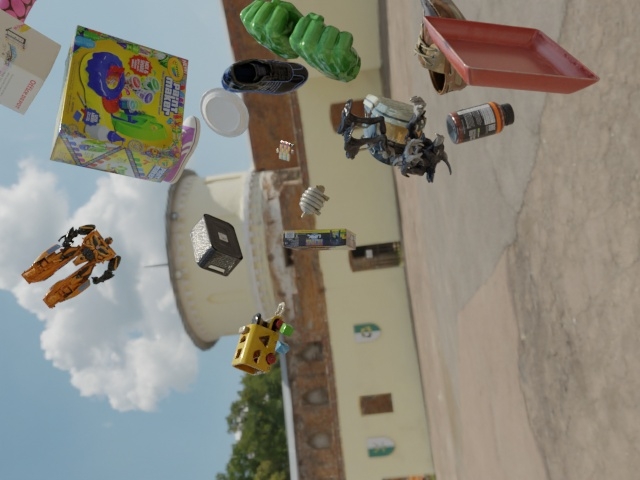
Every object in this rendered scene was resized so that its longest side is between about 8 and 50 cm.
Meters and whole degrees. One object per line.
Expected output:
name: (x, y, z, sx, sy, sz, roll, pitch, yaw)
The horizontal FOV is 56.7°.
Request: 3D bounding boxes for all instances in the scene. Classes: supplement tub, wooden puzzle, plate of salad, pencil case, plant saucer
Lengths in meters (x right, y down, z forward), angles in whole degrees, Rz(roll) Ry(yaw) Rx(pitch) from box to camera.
supplement tub: (0.507, -0.376, 1.877, 0.106, 0.198, 0.105, 165, 90, -86)
wooden puzzle: (-0.094, -0.242, 1.607, 0.083, 0.006, 0.049, 25, 115, 49)
plate of salad: (-0.354, -0.477, 2.205, 0.048, 0.200, 0.199, -62, -30, -48)
pencil case: (-0.890, -0.686, 1.734, 0.098, 0.095, 0.209, 29, -118, -33)
plant saucer: (0.344, -0.346, 1.117, 0.259, 0.259, 0.047, -104, 20, -51)

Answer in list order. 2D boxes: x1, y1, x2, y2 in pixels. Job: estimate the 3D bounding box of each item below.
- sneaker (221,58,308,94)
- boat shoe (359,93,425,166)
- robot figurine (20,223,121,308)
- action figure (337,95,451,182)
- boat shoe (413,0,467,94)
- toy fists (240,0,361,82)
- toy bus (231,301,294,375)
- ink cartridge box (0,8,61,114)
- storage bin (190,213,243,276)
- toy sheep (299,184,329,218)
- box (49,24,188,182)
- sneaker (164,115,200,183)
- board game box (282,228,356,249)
sneaker: (-0.130, -0.414, 1.491, 0.090, 0.233, 0.081, 174, 84, -70)
boat shoe: (0.199, -0.313, 1.665, 0.500, 0.187, 0.155, -76, 1, -72)
robot figurine: (-0.797, 0.078, 1.930, 0.211, 0.291, 0.085, 53, 156, -9)
action figure: (0.183, -0.220, 1.296, 0.141, 0.276, 0.164, 122, 153, -52)
boat shoe: (0.273, -0.431, 1.331, 0.324, 0.116, 0.123, 44, -165, -56)
toy fists: (-0.042, -0.427, 1.240, 0.096, 0.279, 0.142, -62, -24, 8)
toy bus: (-0.174, 0.270, 1.639, 0.190, 0.104, 0.202, -57, 25, 13)
ink cartridge box: (-0.871, -0.499, 1.620, 0.233, 0.171, 0.168, 29, -134, -31)
storage bin: (-0.330, 0.013, 1.880, 0.122, 0.084, 0.180, 24, -152, -38)
toy sheep: (-0.026, -0.132, 2.018, 0.132, 0.091, 0.091, -60, -12, -10)
box: (-0.502, -0.332, 1.495, 0.177, 0.279, 0.289, -28, 58, 55)
sneaker: (-0.573, -0.369, 2.276, 0.161, 0.102, 0.282, 26, -94, -46)
board game box: (0.000, 0.000, 1.596, 0.141, 0.171, 0.048, 24, -114, -74)
